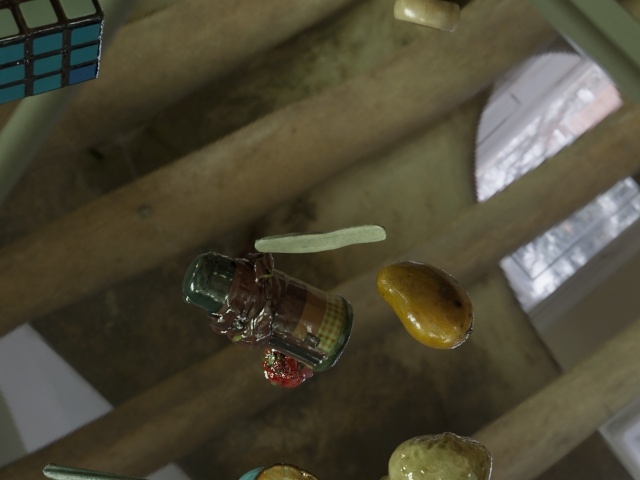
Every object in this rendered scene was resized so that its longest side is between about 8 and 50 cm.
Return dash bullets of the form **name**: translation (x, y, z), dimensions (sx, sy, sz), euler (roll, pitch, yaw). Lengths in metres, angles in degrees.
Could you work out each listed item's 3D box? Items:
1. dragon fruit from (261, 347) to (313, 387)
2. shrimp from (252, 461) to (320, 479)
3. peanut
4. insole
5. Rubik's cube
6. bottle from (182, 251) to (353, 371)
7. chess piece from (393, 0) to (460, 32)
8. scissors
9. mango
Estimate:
- **dragon fruit**: translation (-0.073, 0.251, 2.152), dimensions (0.142, 0.130, 0.121), euler (-76, -30, -45)
- **shrimp**: translation (-0.044, 0.392, 1.349), dimensions (0.124, 0.178, 0.034), euler (7, 171, 10)
- **peanut**: translation (0.149, 0.382, 1.536), dimensions (0.137, 0.253, 0.122), euler (47, -159, 10)
- **insole**: translation (0.000, 0.000, 1.437), dimensions (0.063, 0.192, 0.010), euler (59, -153, -62)
- **Rubik's cube**: translation (-0.395, -0.302, 1.343), dimensions (0.163, 0.162, 0.160), euler (62, 157, 13)
- **bottle**: translation (-0.085, 0.101, 1.590), dimensions (0.271, 0.156, 0.143), euler (26, -179, -19)
- **chess piece**: translation (0.133, -0.286, 1.252), dimensions (0.083, 0.038, 0.083), euler (14, -166, -4)
- **scissors**: translation (-0.255, 0.443, 1.723), dimensions (0.447, 0.192, 0.029), euler (14, -164, -5)
- **mango**: translation (0.166, 0.093, 1.547), dimensions (0.115, 0.090, 0.178), euler (-17, -137, -22)
